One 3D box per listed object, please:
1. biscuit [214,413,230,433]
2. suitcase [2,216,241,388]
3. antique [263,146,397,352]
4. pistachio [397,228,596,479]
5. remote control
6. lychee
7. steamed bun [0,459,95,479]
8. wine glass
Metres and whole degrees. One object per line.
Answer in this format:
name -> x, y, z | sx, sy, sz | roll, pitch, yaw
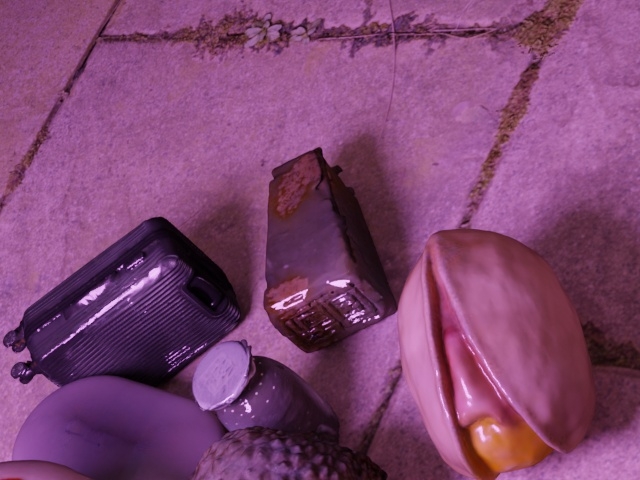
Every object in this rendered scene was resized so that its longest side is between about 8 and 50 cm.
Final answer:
biscuit -> -0.149, 0.308, 1.953 | 0.183, 0.039, 0.174 | 1, 60, 38
suitcase -> -0.284, 0.118, 2.085 | 0.312, 0.202, 0.128 | -37, 43, 10
antique -> 0.000, 0.000, 2.016 | 0.150, 0.125, 0.284 | -25, 46, 18
pistachio -> 0.197, 0.128, 1.690 | 0.230, 0.230, 0.308 | -24, 55, 21
remote control -> -0.273, 0.289, 1.936 | 0.332, 0.103, 0.221 | 14, 55, 31
lychee -> -0.042, 0.339, 1.692 | 0.255, 0.255, 0.274 | -2, 58, 36
steamed bun -> -0.362, 0.421, 1.589 | 0.374, 0.241, 0.374 | -6, 68, 16
wine glass -> -0.067, 0.211, 1.843 | 0.111, 0.204, 0.111 | -24, 47, 28
